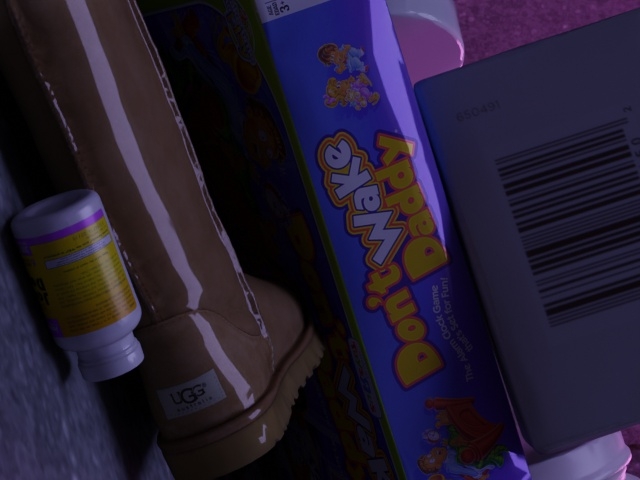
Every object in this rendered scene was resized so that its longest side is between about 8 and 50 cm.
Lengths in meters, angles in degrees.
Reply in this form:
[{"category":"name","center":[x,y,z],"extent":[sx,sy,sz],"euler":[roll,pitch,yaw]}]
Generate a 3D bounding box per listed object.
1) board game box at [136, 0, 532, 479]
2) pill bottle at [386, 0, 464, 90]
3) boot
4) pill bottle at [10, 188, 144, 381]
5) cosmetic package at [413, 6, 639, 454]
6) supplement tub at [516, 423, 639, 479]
[{"category":"board game box","center":[0.000,0.000,1.154],"extent":[0.233,0.078,0.347],"euler":[5,-65,68]},{"category":"pill bottle","center":[-0.002,-0.287,1.575],"extent":[0.210,0.210,0.363],"euler":[57,18,-62]},{"category":"boot","center":[-0.086,-0.035,0.991],"extent":[0.236,0.089,0.269],"euler":[-97,165,-77]},{"category":"pill bottle","center":[-0.109,0.022,0.870],"extent":[0.043,0.043,0.083],"euler":[-79,151,-72]},{"category":"cosmetic package","center":[0.179,0.011,1.271],"extent":[0.453,0.161,0.230],"euler":[46,26,-83]},{"category":"supplement tub","center":[0.188,0.328,1.534],"extent":[0.241,0.241,0.331],"euler":[-34,108,-81]}]
